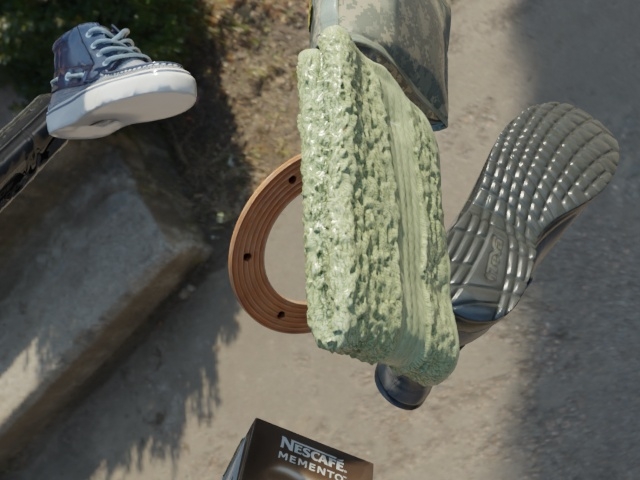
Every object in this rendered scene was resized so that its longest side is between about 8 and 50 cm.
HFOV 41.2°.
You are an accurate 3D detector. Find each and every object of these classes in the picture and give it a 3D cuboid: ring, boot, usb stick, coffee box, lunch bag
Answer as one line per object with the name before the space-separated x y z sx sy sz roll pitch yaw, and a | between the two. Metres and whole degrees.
ring | 0.000 0.000 1.386 0.032 0.336 0.337 40 108 48
boot | -0.164 -0.136 0.669 0.190 0.069 0.086 -5 86 46
usb stick | -0.334 -0.053 0.846 0.045 0.278 0.077 23 134 3
coffee box | -0.037 0.300 0.792 0.141 0.246 0.098 23 119 -7
lunch bag | 0.071 -0.312 1.259 0.169 0.287 0.235 -9 63 30
boot | 0.173 0.010 0.903 0.118 0.338 0.223 40 147 11

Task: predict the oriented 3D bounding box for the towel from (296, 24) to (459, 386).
towel | 0.028 -0.014 0.388 0.027 0.110 0.148 -13 66 31
